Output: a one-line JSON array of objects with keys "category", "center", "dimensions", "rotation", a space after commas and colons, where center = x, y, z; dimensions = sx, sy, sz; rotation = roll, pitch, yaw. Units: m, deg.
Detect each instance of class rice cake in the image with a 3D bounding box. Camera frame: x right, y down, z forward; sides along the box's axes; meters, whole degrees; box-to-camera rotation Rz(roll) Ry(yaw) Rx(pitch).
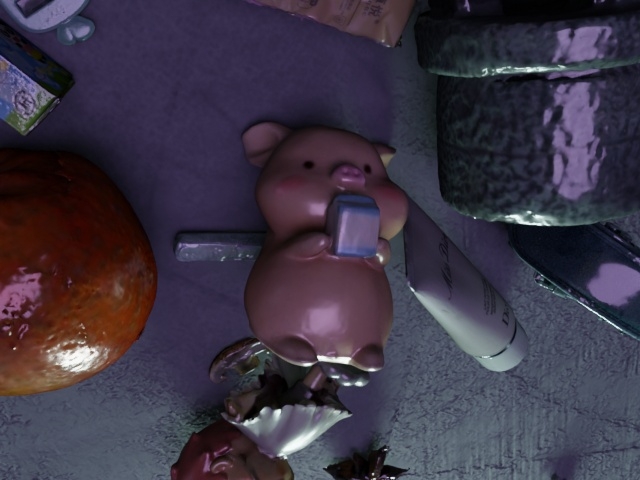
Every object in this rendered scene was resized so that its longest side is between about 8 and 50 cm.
[{"category": "rice cake", "center": [-0.083, 0.008, 0.885], "dimensions": [0.208, 0.033, 0.033], "rotation": [0, 124, -13]}]

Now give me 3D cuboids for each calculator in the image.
[{"category": "calculator", "center": [-0.296, -0.275, 0.720], "dimensions": [0.095, 0.021, 0.153], "rotation": [-32, 116, 4]}]

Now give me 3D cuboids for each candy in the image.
[{"category": "candy", "center": [-0.354, -0.198, 0.702], "dimensions": [0.194, 0.097, 0.062], "rotation": [39, 105, -23]}]

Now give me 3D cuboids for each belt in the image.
[{"category": "belt", "center": [0.352, 0.033, 0.889], "dimensions": [0.268, 0.206, 0.116], "rotation": [30, 106, -12]}]

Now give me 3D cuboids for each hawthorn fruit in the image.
[{"category": "hawthorn fruit", "center": [-0.294, 0.047, 0.750], "dimensions": [0.276, 0.276, 0.307], "rotation": [-38, 136, 7]}]

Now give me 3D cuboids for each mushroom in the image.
[{"category": "mushroom", "center": [-0.112, 0.165, 0.957], "dimensions": [0.101, 0.019, 0.049], "rotation": [-33, 117, 5]}]

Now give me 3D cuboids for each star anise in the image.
[{"category": "star anise", "center": [0.082, 0.377, 1.069], "dimensions": [0.124, 0.056, 0.129], "rotation": [-23, 114, 12]}]

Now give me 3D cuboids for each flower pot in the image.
[{"category": "flower pot", "center": [0.253, -0.190, 0.731], "dimensions": [0.299, 0.299, 0.282], "rotation": [-12, 112, -6]}]

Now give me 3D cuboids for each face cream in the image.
[{"category": "face cream", "center": [0.178, 0.074, 0.899], "dimensions": [0.089, 0.143, 0.314], "rotation": [-21, 137, 28]}]

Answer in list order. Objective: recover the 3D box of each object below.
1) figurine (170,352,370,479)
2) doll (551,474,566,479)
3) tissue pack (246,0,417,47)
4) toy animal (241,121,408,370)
[{"category": "figurine", "center": [-0.093, 0.295, 0.934], "dimensions": [0.387, 0.166, 0.207], "rotation": [-50, 152, 9]}, {"category": "doll", "center": [0.406, 0.456, 1.184], "dimensions": [0.057, 0.039, 0.114], "rotation": [-36, 114, -42]}, {"category": "tissue pack", "center": [0.025, -0.344, 0.684], "dimensions": [0.215, 0.123, 0.256], "rotation": [12, 122, -16]}, {"category": "toy animal", "center": [0.001, -0.004, 0.775], "dimensions": [0.195, 0.213, 0.256], "rotation": [11, 91, -15]}]
